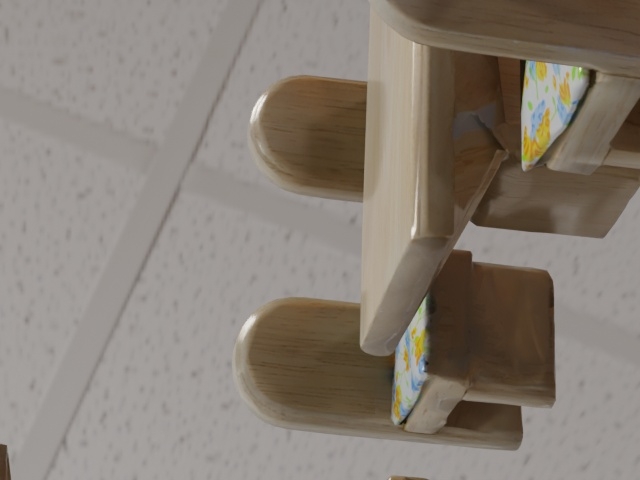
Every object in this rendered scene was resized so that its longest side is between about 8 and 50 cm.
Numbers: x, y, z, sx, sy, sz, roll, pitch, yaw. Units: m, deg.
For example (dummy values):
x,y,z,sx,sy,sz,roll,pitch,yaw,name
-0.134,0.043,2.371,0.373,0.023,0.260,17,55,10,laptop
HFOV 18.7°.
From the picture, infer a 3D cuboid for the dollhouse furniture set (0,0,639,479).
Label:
x,y,z,sx,sy,sz,roll,pitch,yaw,name
0.000,0.000,0.777,0.256,0.362,0.394,6,-117,-7,dollhouse furniture set
